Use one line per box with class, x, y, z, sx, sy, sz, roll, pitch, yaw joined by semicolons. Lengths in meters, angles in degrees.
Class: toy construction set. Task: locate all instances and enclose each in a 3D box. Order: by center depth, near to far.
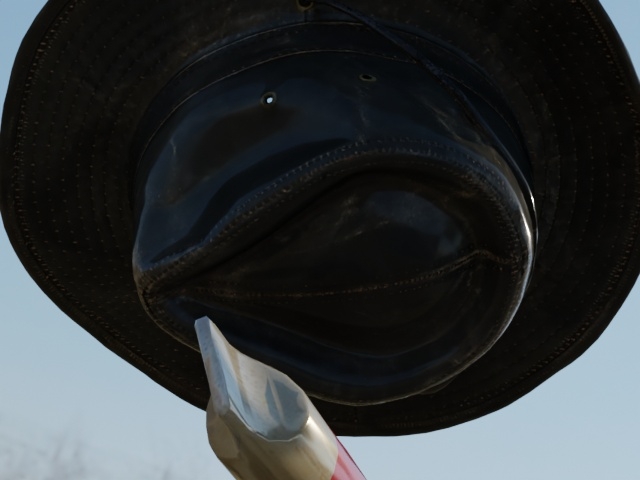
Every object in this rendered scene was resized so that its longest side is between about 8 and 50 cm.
toy construction set;-0.054;0.156;0.323;0.257;0.309;0.237;0;-30;19

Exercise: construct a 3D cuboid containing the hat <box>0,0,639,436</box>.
hat;0.000;0.000;0.873;0.331;0.134;0.331;2;-59;3
